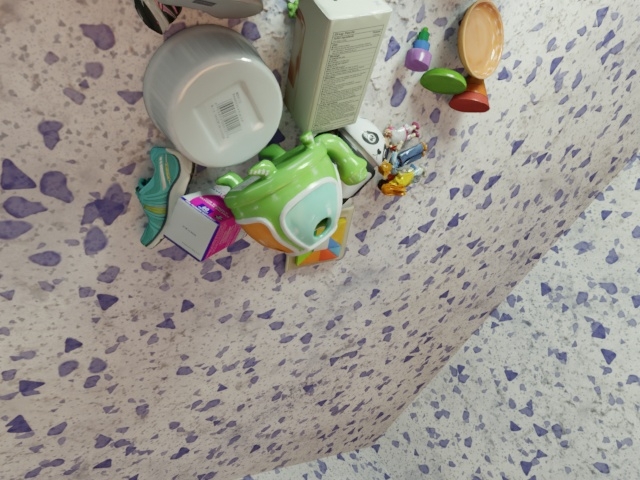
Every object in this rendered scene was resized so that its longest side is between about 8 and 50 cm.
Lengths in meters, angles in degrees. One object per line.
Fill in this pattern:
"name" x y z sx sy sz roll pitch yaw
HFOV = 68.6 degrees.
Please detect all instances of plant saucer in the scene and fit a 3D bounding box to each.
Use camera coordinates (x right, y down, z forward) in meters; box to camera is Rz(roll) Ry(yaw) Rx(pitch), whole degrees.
"plant saucer" 0.430 -0.541 1.272 0.199 0.037 0.200 -11 108 -39

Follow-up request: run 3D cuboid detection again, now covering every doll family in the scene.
"doll family" 0.243 -0.223 1.422 0.163 0.118 0.263 -27 140 -14

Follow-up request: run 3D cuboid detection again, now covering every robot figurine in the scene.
"robot figurine" 0.048 -0.199 1.246 0.278 0.173 0.209 -45 180 8

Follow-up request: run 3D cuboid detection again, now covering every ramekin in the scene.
"ramekin" -0.215 -0.288 0.986 0.277 0.135 0.277 -21 138 -20

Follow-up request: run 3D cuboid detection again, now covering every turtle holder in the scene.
"turtle holder" -0.057 -0.111 1.077 0.228 0.243 0.320 60 38 -18

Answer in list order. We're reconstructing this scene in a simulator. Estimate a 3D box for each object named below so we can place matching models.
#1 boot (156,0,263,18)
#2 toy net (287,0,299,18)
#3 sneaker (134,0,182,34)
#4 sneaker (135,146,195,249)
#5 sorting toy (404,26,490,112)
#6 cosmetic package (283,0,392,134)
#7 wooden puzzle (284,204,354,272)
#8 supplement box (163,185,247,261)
"boot" -0.202 -0.482 0.839 0.258 0.095 0.124 -24 106 -57
"toy net" 0.032 -0.482 1.060 0.122 0.045 0.232 -48 141 11
"sneaker" -0.306 -0.459 0.815 0.077 0.072 0.178 -49 146 -20
"sneaker" -0.377 -0.100 1.095 0.109 0.107 0.275 20 121 -16
"sorting toy" 0.368 -0.479 1.312 0.365 0.127 0.126 16 88 -43
"cosmetic package" 0.024 -0.390 1.022 0.153 0.129 0.296 -18 153 -24
"wooden puzzle" 0.000 0.000 1.510 0.238 0.044 0.221 -15 135 -27
"supplement box" -0.251 -0.052 1.127 0.114 0.111 0.220 -59 172 24
